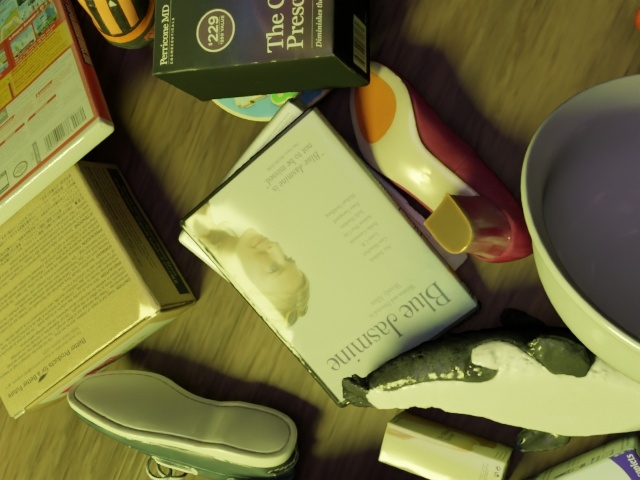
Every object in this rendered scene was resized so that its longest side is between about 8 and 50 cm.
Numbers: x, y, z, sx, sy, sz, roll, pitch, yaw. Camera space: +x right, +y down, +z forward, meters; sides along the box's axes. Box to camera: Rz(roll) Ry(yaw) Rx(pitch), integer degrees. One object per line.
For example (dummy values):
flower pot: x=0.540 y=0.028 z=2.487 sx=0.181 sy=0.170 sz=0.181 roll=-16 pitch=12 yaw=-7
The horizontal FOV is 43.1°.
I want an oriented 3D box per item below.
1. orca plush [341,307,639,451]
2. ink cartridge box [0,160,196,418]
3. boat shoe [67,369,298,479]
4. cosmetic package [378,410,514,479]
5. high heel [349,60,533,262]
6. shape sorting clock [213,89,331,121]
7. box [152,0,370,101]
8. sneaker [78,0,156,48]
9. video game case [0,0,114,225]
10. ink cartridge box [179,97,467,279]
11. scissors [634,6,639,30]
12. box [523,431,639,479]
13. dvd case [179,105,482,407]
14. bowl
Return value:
orca plush: x=0.169 y=0.116 z=0.749 sx=0.287 sy=0.102 sz=0.151 roll=-12 pitch=128 yaw=22
ink cartridge box: x=-0.285 y=0.054 z=0.909 sx=0.235 sy=0.088 sz=0.193 roll=-35 pitch=80 yaw=18
boat shoe: x=-0.145 y=0.202 z=0.855 sx=0.255 sy=0.095 sz=0.079 roll=9 pitch=126 yaw=9
cosmetic package: x=0.120 y=0.203 z=0.769 sx=0.115 sy=0.060 sz=0.041 roll=15 pitch=95 yaw=19
high heel: x=0.118 y=-0.080 z=0.779 sx=0.082 sy=0.117 sz=0.244 roll=-55 pitch=50 yaw=30
shape sorting clock: x=-0.055 y=-0.227 z=0.840 sx=0.206 sy=0.040 sz=0.206 roll=0 pitch=91 yaw=21
box: x=-0.053 y=-0.277 z=0.768 sx=0.184 sy=0.103 sz=0.261 roll=-2 pitch=84 yaw=24
sneaker: x=-0.208 y=-0.340 z=0.842 sx=0.125 sy=0.180 sz=0.321 roll=1 pitch=66 yaw=4
video game case: x=-0.344 y=-0.174 z=0.915 sx=0.204 sy=0.025 sz=0.285 roll=-35 pitch=61 yaw=18
ink cartridge box: x=0.000 y=0.000 z=0.828 sx=0.232 sy=0.066 sz=0.189 roll=39 pitch=106 yaw=-7
scissors: x=0.411 y=-0.151 z=0.663 sx=0.297 sy=0.021 sz=0.109 roll=7 pitch=53 yaw=5
box: x=0.247 y=0.258 z=0.714 sx=0.137 sy=0.072 sz=0.126 roll=-32 pitch=79 yaw=19
dvd case: x=0.007 y=0.022 z=0.791 sx=0.180 sy=0.022 sz=0.253 roll=-39 pitch=95 yaw=17
bowl: x=0.292 y=0.015 z=0.628 sx=0.298 sy=0.134 sz=0.297 roll=0 pitch=52 yaw=0
